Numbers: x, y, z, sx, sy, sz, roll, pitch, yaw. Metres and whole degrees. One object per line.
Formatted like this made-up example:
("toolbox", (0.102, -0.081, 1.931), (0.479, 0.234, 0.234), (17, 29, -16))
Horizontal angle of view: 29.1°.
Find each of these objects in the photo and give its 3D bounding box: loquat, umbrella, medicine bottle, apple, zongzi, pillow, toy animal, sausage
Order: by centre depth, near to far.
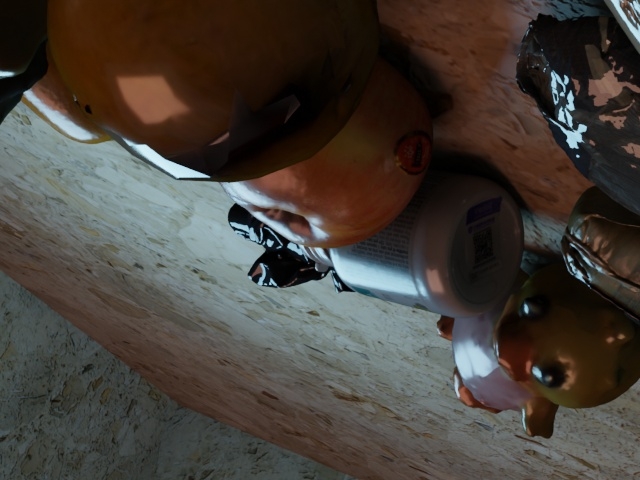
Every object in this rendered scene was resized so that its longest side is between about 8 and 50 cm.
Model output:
("pillow", (0.279, -0.054, 0.810), (0.335, 0.092, 0.161), (27, 154, 14))
("loquat", (-0.070, -0.155, 0.867), (0.235, 0.235, 0.235), (27, 163, 9))
("zongzi", (0.295, -0.002, 0.957), (0.194, 0.099, 0.197), (33, 145, 12))
("apple", (-0.002, -0.084, 1.067), (0.209, 0.164, 0.209), (26, 165, 8))
("medicine bottle", (0.078, -0.007, 1.202), (0.215, 0.135, 0.135), (12, 155, 45))
("toy animal", (0.230, 0.098, 1.217), (0.169, 0.195, 0.281), (-12, 175, -12))
("sausage", (-0.313, -0.193, 1.396), (0.098, 0.098, 0.238), (9, 152, 50))
("umbrella", (0.001, 0.001, 1.398), (0.272, 0.110, 0.122), (14, 117, 37))

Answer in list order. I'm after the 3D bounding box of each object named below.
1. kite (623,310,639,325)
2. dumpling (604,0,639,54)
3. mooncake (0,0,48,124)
("kite", (0.305, 0.083, 1.059), (0.141, 0.015, 0.245), (25, -158, -20))
("dumpling", (0.247, -0.168, 0.455), (0.395, 0.233, 0.315), (46, 129, -5))
("mooncake", (-0.317, -0.228, 1.061), (0.393, 0.246, 0.394), (29, 161, 26))
